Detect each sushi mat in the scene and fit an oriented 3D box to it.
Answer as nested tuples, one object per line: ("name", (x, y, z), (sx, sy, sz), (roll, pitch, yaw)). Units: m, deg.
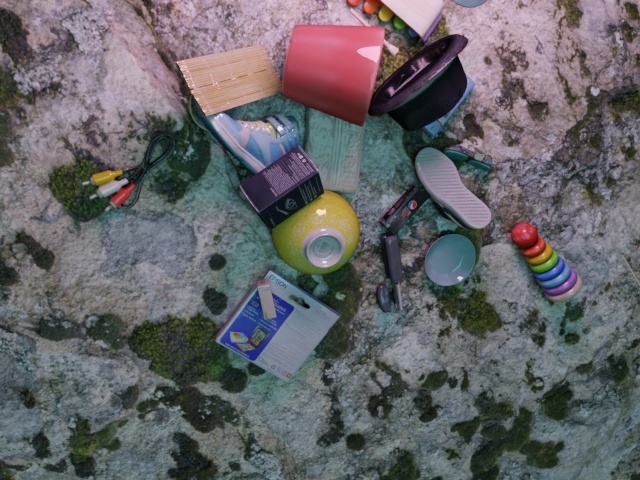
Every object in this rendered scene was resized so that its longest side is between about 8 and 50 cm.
("sushi mat", (-0.233, -0.439, 1.343), (0.317, 0.019, 0.151), (-34, 102, -43))

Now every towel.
("towel", (0.038, -0.288, 1.552), (0.187, 0.049, 0.281), (3, 107, -13))

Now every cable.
("cable", (-0.525, -0.188, 1.435), (0.287, 0.072, 0.139), (-34, 117, -2))

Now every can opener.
("can opener", (0.231, 0.119, 1.707), (0.095, 0.076, 0.283), (-15, 108, -10))

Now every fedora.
("fedora", (0.303, -0.431, 1.434), (0.334, 0.334, 0.152), (-43, 111, 2))

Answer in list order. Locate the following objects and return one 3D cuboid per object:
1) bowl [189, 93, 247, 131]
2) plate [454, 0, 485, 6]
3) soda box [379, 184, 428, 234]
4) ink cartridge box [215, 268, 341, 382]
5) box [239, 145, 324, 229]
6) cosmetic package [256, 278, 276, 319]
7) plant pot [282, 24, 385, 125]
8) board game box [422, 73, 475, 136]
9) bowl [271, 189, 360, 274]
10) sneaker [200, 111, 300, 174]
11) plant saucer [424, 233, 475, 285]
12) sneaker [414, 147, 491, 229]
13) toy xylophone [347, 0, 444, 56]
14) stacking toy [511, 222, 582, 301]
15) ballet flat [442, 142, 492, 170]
("bowl", (-0.301, -0.401, 1.406), (0.170, 0.080, 0.170), (-21, 135, -23))
("plate", (0.462, -0.810, 1.505), (0.188, 0.024, 0.188), (-3, 107, -11))
("soda box", (0.277, -0.102, 1.661), (0.060, 0.053, 0.169), (40, 95, -21))
("ink cartridge box", (-0.142, 0.286, 1.675), (0.304, 0.072, 0.307), (36, 93, -18))
("box", (-0.106, -0.148, 1.438), (0.207, 0.153, 0.108), (-34, 71, -6))
("cosmetic package", (-0.172, 0.186, 1.577), (0.041, 0.060, 0.114), (-12, 105, -7))
("plant pot", (0.031, -0.475, 1.384), (0.244, 0.275, 0.274), (12, 104, -2))
("board game box", (0.368, -0.463, 1.580), (0.160, 0.039, 0.211), (36, 97, -20))
("bowl", (0.000, 0.000, 1.552), (0.290, 0.156, 0.289), (-5, 115, -11))
("sneaker", (-0.181, -0.320, 1.420), (0.208, 0.127, 0.319), (-48, 141, -1))
("plant saucer", (0.453, 0.065, 1.763), (0.195, 0.037, 0.194), (-4, 108, -12))
("sneaker", (0.419, -0.159, 1.651), (0.126, 0.127, 0.321), (-38, 87, -6))
("toy xylophone", (0.206, -0.694, 1.448), (0.323, 0.081, 0.236), (41, 94, -21))
("stacking toy", (0.806, 0.067, 1.812), (0.141, 0.141, 0.330), (-42, 104, 1))
("ballet flat", (0.491, -0.290, 1.659), (0.189, 0.070, 0.070), (18, 102, -20))
